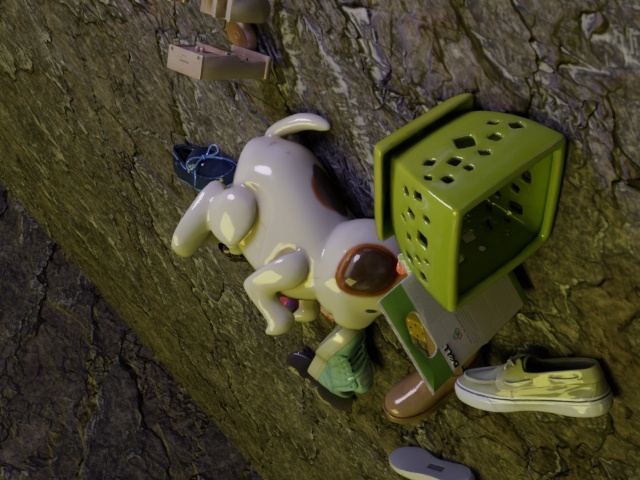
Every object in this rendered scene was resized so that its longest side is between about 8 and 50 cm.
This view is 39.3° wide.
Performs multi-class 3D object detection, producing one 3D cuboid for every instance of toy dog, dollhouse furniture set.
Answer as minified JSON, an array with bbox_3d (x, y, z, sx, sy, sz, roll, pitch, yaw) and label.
[{"bbox_3d":[0.000,0.000,1.712,0.408,0.395,0.284,36,-174,21],"label":"toy dog"},{"bbox_3d":[-0.169,-0.417,1.597,0.212,0.161,0.242,27,116,38],"label":"dollhouse furniture set"}]

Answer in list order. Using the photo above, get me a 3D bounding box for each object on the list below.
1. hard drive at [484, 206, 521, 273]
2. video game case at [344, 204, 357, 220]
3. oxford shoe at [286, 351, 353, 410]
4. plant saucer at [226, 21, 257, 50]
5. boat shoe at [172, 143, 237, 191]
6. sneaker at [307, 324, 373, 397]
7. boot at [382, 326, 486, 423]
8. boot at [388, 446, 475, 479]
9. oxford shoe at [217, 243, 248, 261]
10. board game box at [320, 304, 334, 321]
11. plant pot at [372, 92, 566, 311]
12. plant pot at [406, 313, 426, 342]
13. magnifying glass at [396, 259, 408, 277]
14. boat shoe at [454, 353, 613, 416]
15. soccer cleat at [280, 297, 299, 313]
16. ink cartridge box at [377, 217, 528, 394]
[{"bbox_3d":[0.284,-0.009,1.505,0.135,0.022,0.094,39,151,22],"label":"hard drive"},{"bbox_3d":[0.058,0.015,1.881,0.173,0.022,0.190,49,153,4],"label":"video game case"},{"bbox_3d":[0.006,0.368,2.367,0.212,0.076,0.076,41,-179,14],"label":"oxford shoe"},{"bbox_3d":[-0.154,-0.394,1.707,0.083,0.015,0.083,36,149,26],"label":"plant saucer"},{"bbox_3d":[-0.283,-0.172,2.081,0.258,0.109,0.089,12,131,48],"label":"boat shoe"},{"bbox_3d":[0.075,0.273,2.078,0.150,0.135,0.366,38,160,8],"label":"sneaker"},{"bbox_3d":[0.209,0.203,1.675,0.089,0.236,0.269,50,161,41],"label":"boot"},{"bbox_3d":[0.277,0.592,2.175,0.258,0.095,0.123,9,125,51],"label":"boot"},{"bbox_3d":[-0.178,0.027,2.140,0.227,0.096,0.083,8,111,59],"label":"oxford shoe"},{"bbox_3d":[-0.015,0.079,2.045,0.193,0.045,0.147,42,152,17],"label":"board game box"},{"bbox_3d":[0.205,-0.071,1.341,0.207,0.228,0.227,40,152,33],"label":"plant pot"},{"bbox_3d":[0.212,0.151,1.746,0.081,0.083,0.081,27,144,40],"label":"plant pot"},{"bbox_3d":[0.179,0.067,1.603,0.026,0.092,0.231,11,172,25],"label":"magnifying glass"},{"bbox_3d":[0.374,0.247,1.599,0.302,0.109,0.094,-4,105,39],"label":"boat shoe"},{"bbox_3d":[-0.076,0.155,2.155,0.095,0.083,0.248,33,173,-7],"label":"soccer cleat"},{"bbox_3d":[0.195,0.097,1.464,0.097,0.255,0.189,-6,119,59],"label":"ink cartridge box"}]
